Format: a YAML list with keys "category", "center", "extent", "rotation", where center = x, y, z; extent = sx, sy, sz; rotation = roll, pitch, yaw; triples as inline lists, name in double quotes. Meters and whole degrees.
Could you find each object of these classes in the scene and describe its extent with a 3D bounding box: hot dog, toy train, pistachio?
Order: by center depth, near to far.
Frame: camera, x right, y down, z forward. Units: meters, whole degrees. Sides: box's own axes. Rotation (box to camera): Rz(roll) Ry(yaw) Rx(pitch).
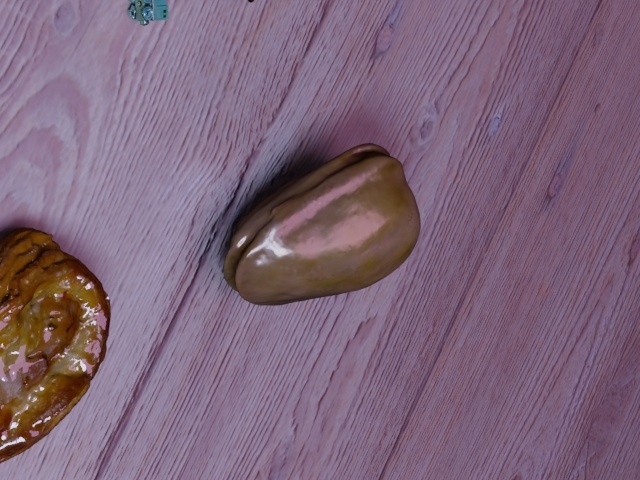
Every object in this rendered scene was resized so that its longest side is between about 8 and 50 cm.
- category: "hot dog"
  center: [-0.320, 0.118, 1.276]
  extent: [0.259, 0.114, 0.175]
  rotation: [-54, 133, -19]
- category: "toy train"
  center: [-0.183, -0.276, 1.348]
  extent: [0.045, 0.029, 0.092]
  rotation: [-16, 113, -50]
- category: "pistachio"
  center: [0.000, 0.000, 1.536]
  extent: [0.260, 0.163, 0.213]
  rotation: [-27, 138, -16]

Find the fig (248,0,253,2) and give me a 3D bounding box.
- category: "fig"
  center: [-0.104, -0.326, 1.369]
  extent: [0.117, 0.117, 0.177]
  rotation: [-42, 151, -28]
